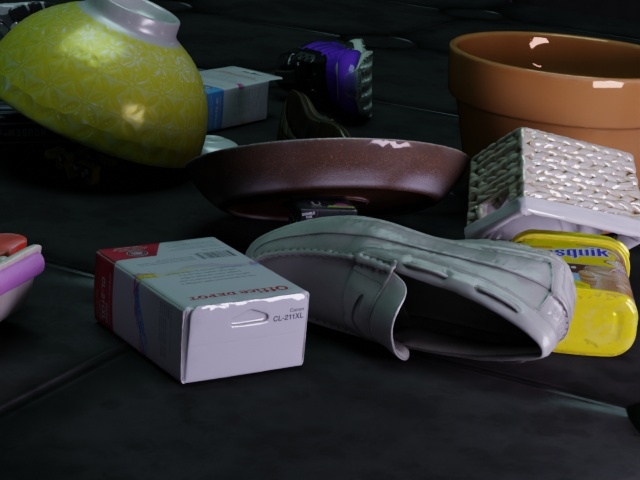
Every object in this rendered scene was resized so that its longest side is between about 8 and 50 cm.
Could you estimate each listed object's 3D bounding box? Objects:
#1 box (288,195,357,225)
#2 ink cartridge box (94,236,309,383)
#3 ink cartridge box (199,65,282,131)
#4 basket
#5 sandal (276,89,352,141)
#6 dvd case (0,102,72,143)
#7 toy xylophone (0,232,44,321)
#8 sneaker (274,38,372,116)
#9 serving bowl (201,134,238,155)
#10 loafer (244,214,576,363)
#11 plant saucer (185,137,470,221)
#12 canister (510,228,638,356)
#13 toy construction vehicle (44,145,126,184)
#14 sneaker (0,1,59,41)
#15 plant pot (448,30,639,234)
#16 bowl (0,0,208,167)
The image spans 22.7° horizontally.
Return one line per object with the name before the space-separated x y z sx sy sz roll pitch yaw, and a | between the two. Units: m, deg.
box | 0.000 0.000 1.642 0.062 0.083 0.052 1 17 -15
ink cartridge box | -0.110 0.060 1.436 0.127 0.072 0.175 -6 20 -32
ink cartridge box | -0.147 -0.206 2.311 0.104 0.062 0.181 17 21 32
basket | 0.249 -0.044 1.701 0.167 0.103 0.113 12 -25 -27
sandal | 0.000 -0.135 2.089 0.060 0.090 0.219 15 9 -29
dvd case | -0.389 -0.154 2.076 0.238 0.030 0.179 -1 14 7
toy xylophone | -0.416 0.038 1.409 0.322 0.081 0.236 7 18 10
sneaker | 0.003 -0.249 2.452 0.146 0.102 0.293 0 13 -3
serving bowl | -0.143 -0.121 2.093 0.083 0.027 0.083 4 16 -1
loafer | 0.070 0.050 1.458 0.319 0.112 0.111 4 38 22
plant saucer | 0.009 -0.060 1.740 0.310 0.050 0.310 -2 -8 0
canister | 0.245 0.050 1.567 0.126 0.073 0.170 5 19 4
toy construction vehicle | -0.286 -0.094 1.969 0.098 0.035 0.086 18 30 37
sneaker | -0.501 -0.319 2.510 0.300 0.111 0.121 8 -10 -30
plant pot | 0.291 -0.129 1.942 0.290 0.203 0.291 4 16 -1
bowl | -0.255 -0.222 1.973 0.289 0.156 0.289 23 16 -7
